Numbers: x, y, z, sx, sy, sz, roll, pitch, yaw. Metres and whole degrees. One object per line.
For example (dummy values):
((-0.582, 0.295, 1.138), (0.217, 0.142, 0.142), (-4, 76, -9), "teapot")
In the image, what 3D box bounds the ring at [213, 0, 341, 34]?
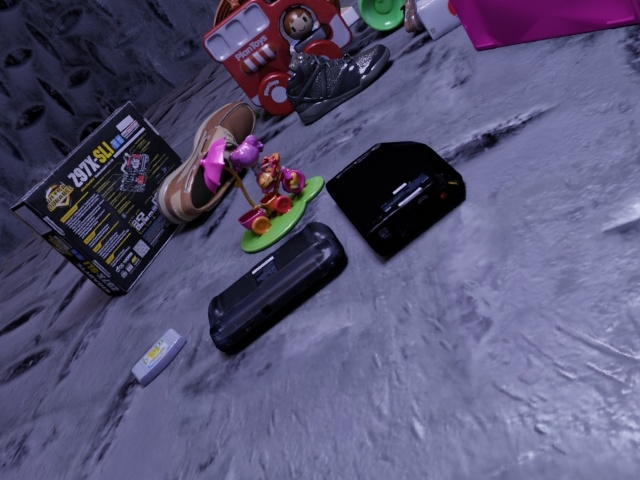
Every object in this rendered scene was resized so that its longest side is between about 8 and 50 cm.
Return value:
((-0.101, -0.528, 1.426), (0.337, 0.336, 0.032), (-35, 55, 11), "ring")

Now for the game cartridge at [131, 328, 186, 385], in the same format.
((-0.226, 0.163, 0.800), (0.083, 0.017, 0.056), (-49, 31, -17), "game cartridge")

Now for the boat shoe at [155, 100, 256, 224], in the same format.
((-0.215, -0.166, 1.214), (0.120, 0.122, 0.324), (-3, 52, 44), "boat shoe")

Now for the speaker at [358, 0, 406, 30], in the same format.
((0.167, -0.615, 1.392), (0.131, 0.131, 0.296), (-25, 29, 29), "speaker")

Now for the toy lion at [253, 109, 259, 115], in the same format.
((-0.214, -0.323, 1.550), (0.096, 0.034, 0.100), (-41, 24, -19), "toy lion")

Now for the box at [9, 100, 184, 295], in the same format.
((-0.412, -0.088, 1.173), (0.079, 0.257, 0.322), (-15, 36, 44), "box")

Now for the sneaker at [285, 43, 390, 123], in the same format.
((0.024, -0.348, 1.155), (0.228, 0.130, 0.087), (-29, 29, 17), "sneaker")

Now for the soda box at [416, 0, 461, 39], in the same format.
((0.287, -0.468, 1.060), (0.216, 0.069, 0.074), (-28, 28, 25), "soda box")

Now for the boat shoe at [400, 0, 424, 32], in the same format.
((0.206, -0.504, 1.229), (0.066, 0.066, 0.183), (-25, 29, 31), "boat shoe")

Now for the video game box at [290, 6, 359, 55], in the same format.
((-0.004, -0.618, 1.718), (0.205, 0.048, 0.187), (-42, 28, -3), "video game box")

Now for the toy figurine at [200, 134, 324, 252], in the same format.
((-0.103, -0.096, 0.883), (0.173, 0.159, 0.130), (-43, 26, -7), "toy figurine")

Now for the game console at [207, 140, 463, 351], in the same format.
((0.000, 0.000, 0.728), (0.361, 0.044, 0.213), (-38, 24, 4), "game console")

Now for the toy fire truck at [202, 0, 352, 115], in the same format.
((-0.092, -0.462, 1.345), (0.302, 0.254, 0.169), (-33, 27, 14), "toy fire truck")

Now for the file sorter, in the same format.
((0.320, -0.413, 0.775), (0.182, 0.202, 0.291), (-44, 26, -12), "file sorter")
